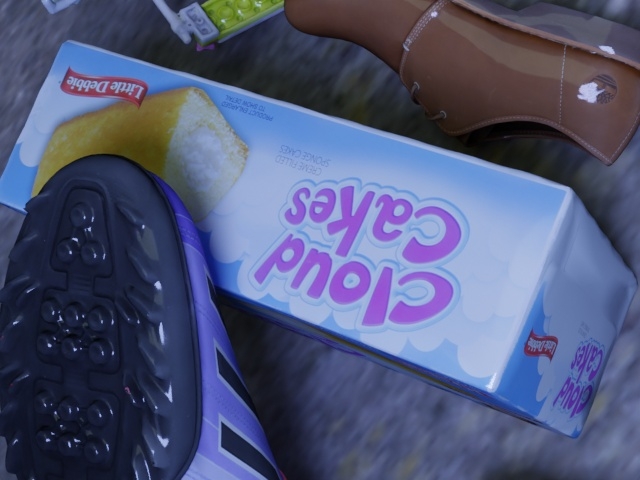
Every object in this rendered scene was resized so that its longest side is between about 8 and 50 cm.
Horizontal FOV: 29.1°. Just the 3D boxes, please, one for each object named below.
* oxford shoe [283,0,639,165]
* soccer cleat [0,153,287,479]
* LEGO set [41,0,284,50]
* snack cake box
[{"bbox_3d":[0.063,-0.091,0.630,0.212,0.076,0.076,21,96,28],"label":"oxford shoe"},{"bbox_3d":[-0.057,0.115,0.532,0.109,0.116,0.318,2,104,39],"label":"soccer cleat"},{"bbox_3d":[-0.028,-0.205,0.677,0.287,0.132,0.107,-37,73,4],"label":"LEGO set"},{"bbox_3d":[0.000,0.000,0.584,0.264,0.152,0.089,19,81,28],"label":"snack cake box"}]
